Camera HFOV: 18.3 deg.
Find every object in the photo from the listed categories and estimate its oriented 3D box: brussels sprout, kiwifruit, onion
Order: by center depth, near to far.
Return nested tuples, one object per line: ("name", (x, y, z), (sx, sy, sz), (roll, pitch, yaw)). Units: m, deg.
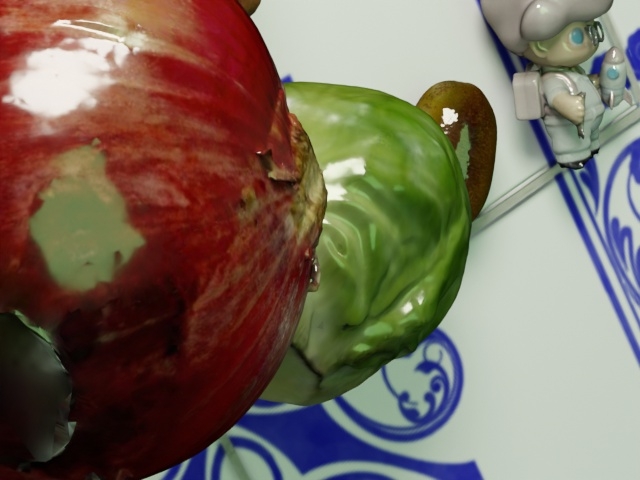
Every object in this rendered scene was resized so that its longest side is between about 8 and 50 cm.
("onion", (-0.151, -0.002, 1.157), (0.341, 0.341, 0.341), (0, 89, -32))
("brussels sprout", (0.000, 0.000, 1.448), (0.244, 0.244, 0.244), (0, 89, -32))
("kiwifruit", (0.103, -0.066, 1.585), (0.075, 0.075, 0.124), (14, 86, -31))

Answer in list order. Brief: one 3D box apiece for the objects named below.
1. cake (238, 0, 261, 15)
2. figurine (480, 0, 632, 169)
("cake", (-0.160, -0.240, 1.334), (0.199, 0.196, 0.293), (31, 41, -29))
("figurine", (0.191, -0.172, 1.622), (0.137, 0.112, 0.229), (-35, 117, -56))
